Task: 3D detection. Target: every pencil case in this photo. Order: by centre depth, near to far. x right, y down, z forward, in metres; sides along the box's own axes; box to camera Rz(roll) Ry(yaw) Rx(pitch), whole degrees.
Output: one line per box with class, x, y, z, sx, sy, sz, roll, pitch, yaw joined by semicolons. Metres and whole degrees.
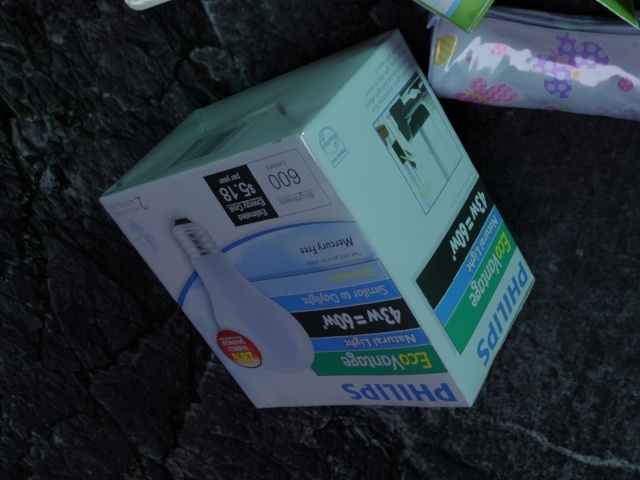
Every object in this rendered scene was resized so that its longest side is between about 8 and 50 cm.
pencil case;0.251;-0.199;0.918;0.273;0.114;0.124;8;161;13

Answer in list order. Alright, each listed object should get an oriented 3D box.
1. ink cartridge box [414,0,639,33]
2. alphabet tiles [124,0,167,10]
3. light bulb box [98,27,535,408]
ink cartridge box;0.181;-0.274;0.847;0.255;0.189;0.097;31;124;-6
alphabet tiles;-0.204;-0.404;0.920;0.278;0.021;0.284;-18;121;6
light bulb box;0.000;0.000;1.006;0.358;0.225;0.361;-12;120;43
